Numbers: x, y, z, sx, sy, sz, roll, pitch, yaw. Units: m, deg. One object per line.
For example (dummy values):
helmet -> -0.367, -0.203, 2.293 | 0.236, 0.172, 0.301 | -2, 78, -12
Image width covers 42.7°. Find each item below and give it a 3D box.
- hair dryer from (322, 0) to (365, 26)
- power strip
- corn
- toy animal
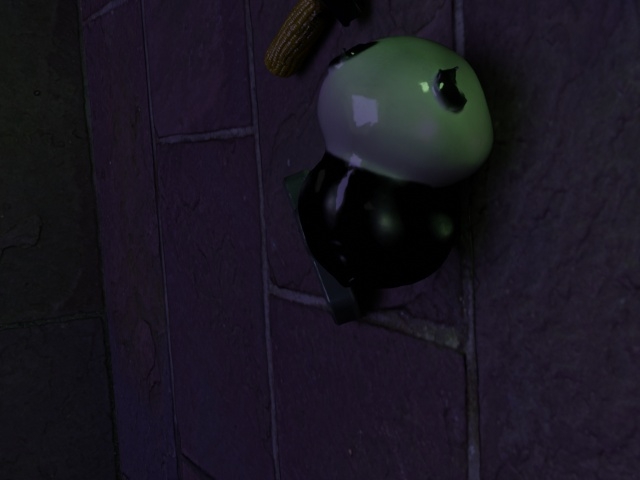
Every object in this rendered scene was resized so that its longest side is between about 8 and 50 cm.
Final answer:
hair dryer -> -0.032, -0.528, 1.350 | 0.120, 0.304, 0.359 | -35, 28, 20
power strip -> 0.001, 0.000, 1.380 | 0.194, 0.059, 0.265 | 69, -179, -69
corn -> -0.040, -0.362, 1.449 | 0.203, 0.072, 0.072 | -46, 56, 53
toy animal -> 0.096, -0.112, 1.087 | 0.251, 0.250, 0.310 | 47, 142, 47
